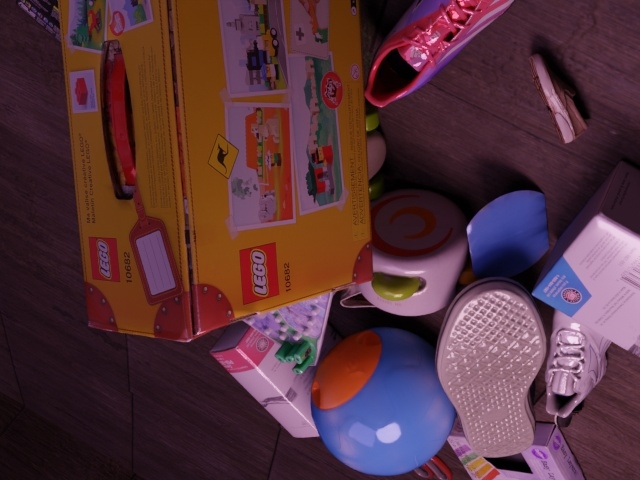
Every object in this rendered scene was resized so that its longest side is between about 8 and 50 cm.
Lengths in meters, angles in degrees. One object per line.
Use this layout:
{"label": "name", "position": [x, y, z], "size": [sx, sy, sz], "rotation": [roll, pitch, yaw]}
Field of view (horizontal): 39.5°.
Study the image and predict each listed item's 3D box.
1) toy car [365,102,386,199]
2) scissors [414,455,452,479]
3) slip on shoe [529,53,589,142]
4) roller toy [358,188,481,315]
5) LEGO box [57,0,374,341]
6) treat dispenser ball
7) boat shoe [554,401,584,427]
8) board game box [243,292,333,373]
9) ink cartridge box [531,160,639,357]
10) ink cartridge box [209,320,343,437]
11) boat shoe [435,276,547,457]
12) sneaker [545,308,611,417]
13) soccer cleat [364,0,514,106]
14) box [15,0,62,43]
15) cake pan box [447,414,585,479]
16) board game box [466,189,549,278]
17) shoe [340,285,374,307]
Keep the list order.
{"label": "toy car", "position": [-0.001, -0.146, 1.460], "size": [0.188, 0.149, 0.155], "rotation": [23, 134, 37]}
{"label": "scissors", "position": [0.201, 0.472, 2.104], "size": [0.109, 0.021, 0.297], "rotation": [-14, 121, 50]}
{"label": "slip on shoe", "position": [0.324, -0.197, 1.208], "size": [0.041, 0.051, 0.135], "rotation": [-27, 109, 8]}
{"label": "roller toy", "position": [0.151, 0.022, 1.474], "size": [0.191, 0.209, 0.146], "rotation": [51, 159, 41]}
{"label": "LEGO box", "position": [-0.119, -0.160, 1.147], "size": [0.193, 0.372, 0.500], "rotation": [3, 99, 37]}
{"label": "treat dispenser ball", "position": [0.124, 0.314, 1.746], "size": [0.288, 0.288, 0.288], "rotation": [22, 143, 18]}
{"label": "boat shoe", "position": [0.469, 0.311, 1.667], "size": [0.042, 0.049, 0.133], "rotation": [26, 140, 27]}
{"label": "board game box", "position": [-0.156, 0.045, 1.638], "size": [0.390, 0.050, 0.390], "rotation": [32, 145, 16]}
{"label": "ink cartridge box", "position": [0.500, 0.061, 1.282], "size": [0.307, 0.129, 0.223], "rotation": [31, 144, 7]}
{"label": "ink cartridge box", "position": [-0.065, 0.256, 1.903], "size": [0.283, 0.207, 0.117], "rotation": [49, 144, -18]}
{"label": "boat shoe", "position": [0.298, 0.209, 1.568], "size": [0.186, 0.156, 0.500], "rotation": [-9, 140, 8]}
{"label": "sneaker", "position": [0.431, 0.186, 1.486], "size": [0.111, 0.129, 0.297], "rotation": [16, 139, 28]}
{"label": "soccer cleat", "position": [0.161, -0.287, 1.169], "size": [0.108, 0.116, 0.318], "rotation": [39, 145, -6]}
{"label": "box", "position": [-0.440, -0.419, 1.575], "size": [0.190, 0.045, 0.184], "rotation": [40, 142, -6]}
{"label": "cake pan box", "position": [0.422, 0.477, 1.884], "size": [0.245, 0.070, 0.267], "rotation": [-4, 129, 39]}
{"label": "board game box", "position": [0.291, -0.014, 1.409], "size": [0.033, 0.133, 0.169], "rotation": [-118, 8, -51]}
{"label": "shoe", "position": [0.129, 0.104, 1.697], "size": [0.219, 0.058, 0.076], "rotation": [-1, 131, 40]}
